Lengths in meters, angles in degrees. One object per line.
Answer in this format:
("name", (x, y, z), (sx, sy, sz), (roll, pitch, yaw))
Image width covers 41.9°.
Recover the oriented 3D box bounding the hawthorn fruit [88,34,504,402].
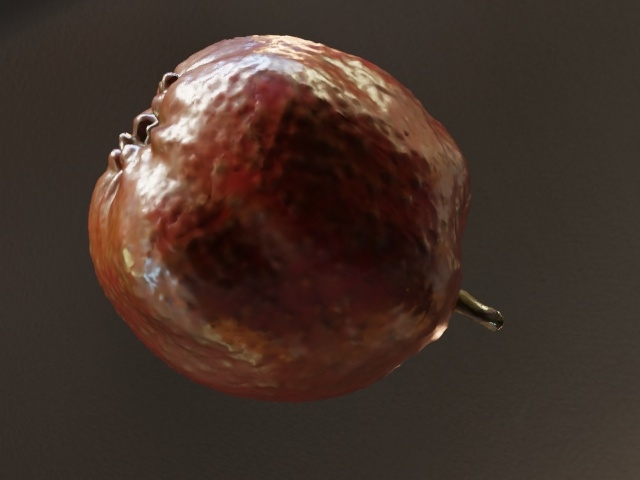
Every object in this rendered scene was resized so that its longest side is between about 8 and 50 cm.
("hawthorn fruit", (0.000, 0.000, 0.488), (0.253, 0.205, 0.205), (32, -109, -19))
